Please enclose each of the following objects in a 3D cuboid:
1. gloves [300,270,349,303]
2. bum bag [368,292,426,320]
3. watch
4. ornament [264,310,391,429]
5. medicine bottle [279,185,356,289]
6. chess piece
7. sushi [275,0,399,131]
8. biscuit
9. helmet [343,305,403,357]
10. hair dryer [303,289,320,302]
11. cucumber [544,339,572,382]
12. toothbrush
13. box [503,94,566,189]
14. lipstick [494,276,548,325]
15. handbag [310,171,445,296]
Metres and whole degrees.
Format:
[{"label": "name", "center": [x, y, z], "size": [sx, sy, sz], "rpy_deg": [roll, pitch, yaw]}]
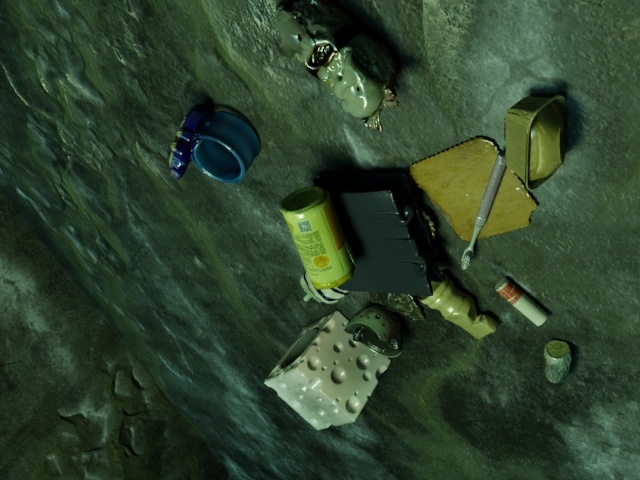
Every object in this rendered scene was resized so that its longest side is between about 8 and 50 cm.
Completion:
[{"label": "gloves", "center": [0.010, 0.113, 1.950], "size": [0.140, 0.131, 0.218], "rpy_deg": [47, 139, -9]}, {"label": "bum bag", "center": [0.184, 0.138, 1.836], "size": [0.102, 0.069, 0.248], "rpy_deg": [54, 160, -25]}, {"label": "watch", "center": [-0.264, -0.231, 1.794], "size": [0.200, 0.171, 0.196], "rpy_deg": [26, 158, 0]}, {"label": "ornament", "center": [0.020, 0.401, 2.172], "size": [0.239, 0.240, 0.239], "rpy_deg": [44, 147, -8]}, {"label": "medicine bottle", "center": [0.000, 0.000, 1.624], "size": [0.124, 0.124, 0.239], "rpy_deg": [6, 132, 39]}, {"label": "chess piece", "center": [0.343, 0.169, 1.748], "size": [0.200, 0.090, 0.090], "rpy_deg": [38, 147, -12]}, {"label": "sushi", "center": [0.029, -0.360, 1.371], "size": [0.332, 0.130, 0.124], "rpy_deg": [41, 146, -2]}, {"label": "biscuit", "center": [0.325, -0.100, 1.498], "size": [0.232, 0.013, 0.236], "rpy_deg": [50, 145, -16]}, {"label": "helmet", "center": [0.161, 0.243, 1.980], "size": [0.153, 0.107, 0.177], "rpy_deg": [6, 153, 36]}, {"label": "hair dryer", "center": [-0.027, 0.167, 2.133], "size": [0.063, 0.038, 0.124], "rpy_deg": [39, 152, 0]}, {"label": "cucumber", "center": [0.565, 0.289, 1.688], "size": [0.064, 0.064, 0.112], "rpy_deg": [16, 143, 30]}, {"label": "toothbrush", "center": [0.342, -0.051, 1.501], "size": [0.024, 0.029, 0.354], "rpy_deg": [16, 141, 8]}, {"label": "box", "center": [0.389, -0.177, 1.269], "size": [0.111, 0.111, 0.177], "rpy_deg": [16, 141, 30]}, {"label": "lipstick", "center": [0.460, 0.140, 1.628], "size": [0.130, 0.038, 0.038], "rpy_deg": [40, 147, -2]}, {"label": "handbag", "center": [0.124, -0.017, 1.689], "size": [0.329, 0.122, 0.304], "rpy_deg": [2, 128, 42]}]
